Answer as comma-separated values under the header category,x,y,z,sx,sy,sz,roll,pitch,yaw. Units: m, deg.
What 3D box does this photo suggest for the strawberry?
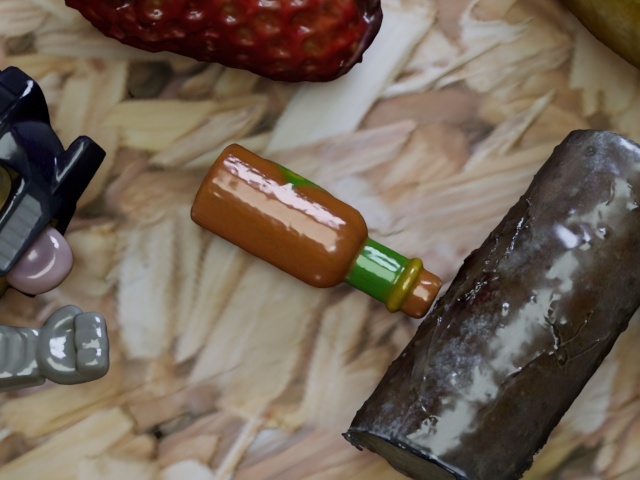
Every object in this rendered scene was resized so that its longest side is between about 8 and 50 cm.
category,x,y,z,sx,sy,sz,roll,pitch,yaw
strawberry,-0.063,-0.206,1.236,0.244,0.205,0.205,35,81,-15

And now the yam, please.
category,x,y,z,sx,sy,sz,roll,pitch,yaw
yam,0.146,0.061,1.212,0.131,0.131,0.280,37,79,6

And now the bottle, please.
category,x,y,z,sx,sy,sz,roll,pitch,yaw
bottle,0.000,0.000,1.248,0.187,0.069,0.069,30,81,3

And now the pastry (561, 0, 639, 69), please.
category,x,y,z,sx,sy,sz,roll,pitch,yaw
pastry,0.317,-0.266,1.215,0.356,0.164,0.356,-2,84,19

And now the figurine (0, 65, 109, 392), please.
category,x,y,z,sx,sy,sz,roll,pitch,yaw
figurine,-0.282,0.007,1.206,0.308,0.143,0.308,-1,93,-13
